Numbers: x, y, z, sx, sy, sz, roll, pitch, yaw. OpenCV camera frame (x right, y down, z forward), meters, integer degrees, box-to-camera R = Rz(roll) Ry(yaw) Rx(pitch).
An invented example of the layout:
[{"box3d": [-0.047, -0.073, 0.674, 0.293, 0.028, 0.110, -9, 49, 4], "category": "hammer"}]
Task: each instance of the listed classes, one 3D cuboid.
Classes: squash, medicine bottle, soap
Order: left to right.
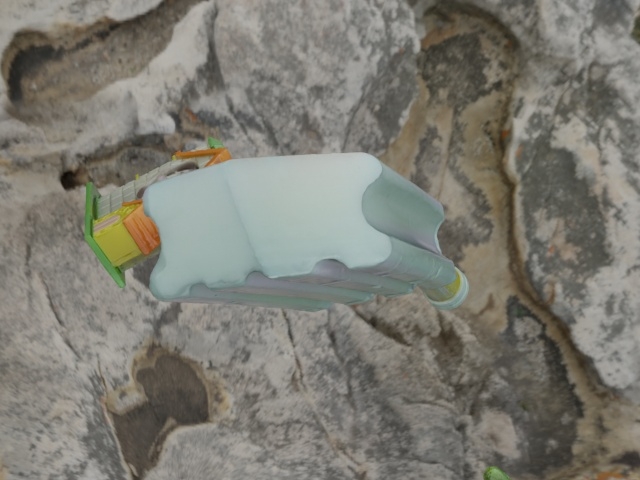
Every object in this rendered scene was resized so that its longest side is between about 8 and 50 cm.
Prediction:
[{"box3d": [0.000, 0.000, 0.652, 0.173, 0.289, 0.095, -13, 79, 21], "category": "soap"}, {"box3d": [0.156, 0.034, 1.158, 0.074, 0.218, 0.074, -16, 55, 25], "category": "medicine bottle"}, {"box3d": [0.218, 0.294, 0.878, 0.089, 0.027, 0.027, 50, 66, -25], "category": "squash"}]

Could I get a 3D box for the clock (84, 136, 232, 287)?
[{"box3d": [-0.256, -0.071, 1.263, 0.255, 0.220, 0.106, -28, 122, -1], "category": "clock"}]
